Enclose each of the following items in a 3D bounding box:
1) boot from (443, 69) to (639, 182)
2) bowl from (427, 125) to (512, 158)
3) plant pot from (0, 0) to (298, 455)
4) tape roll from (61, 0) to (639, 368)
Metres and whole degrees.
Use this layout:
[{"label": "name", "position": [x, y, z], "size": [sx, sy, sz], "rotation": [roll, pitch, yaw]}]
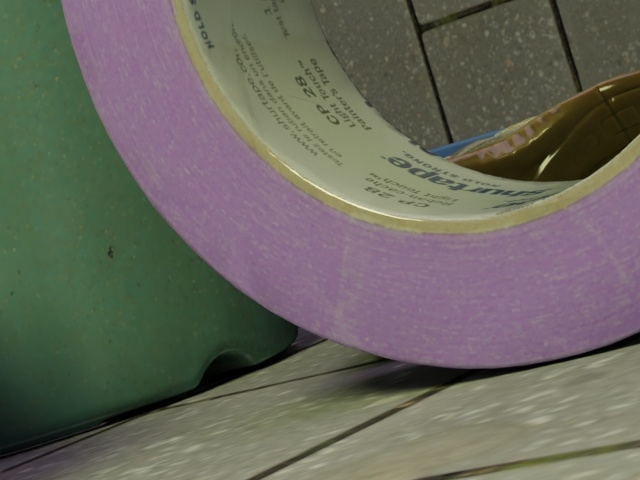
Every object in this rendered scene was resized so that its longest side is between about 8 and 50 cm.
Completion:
[{"label": "boot", "position": [0.100, -0.016, 0.793], "size": [0.213, 0.077, 0.165], "rotation": [-19, -1, 2]}, {"label": "bowl", "position": [0.000, 0.000, 1.277], "size": [0.391, 0.077, 0.391], "rotation": [-16, 1, 0]}, {"label": "plant pot", "position": [-0.174, -0.073, 0.910], "size": [0.341, 0.334, 0.341], "rotation": [-17, 1, 0]}, {"label": "tape roll", "position": [0.052, -0.102, 0.597], "size": [0.275, 0.274, 0.090], "rotation": [-16, 1, 30]}]
